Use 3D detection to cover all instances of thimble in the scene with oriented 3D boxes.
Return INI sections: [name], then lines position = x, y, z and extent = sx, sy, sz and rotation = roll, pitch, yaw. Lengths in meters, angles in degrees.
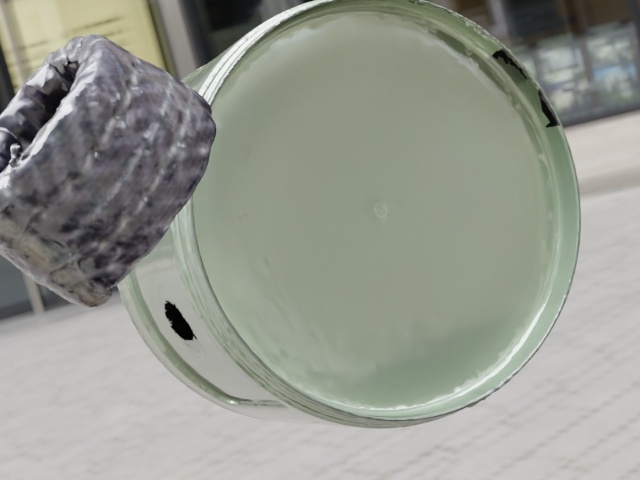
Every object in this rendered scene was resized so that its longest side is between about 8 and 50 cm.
[thimble]
position = -0.090, -0.032, 0.534
extent = 0.095, 0.066, 0.104
rotation = -43, 25, 19

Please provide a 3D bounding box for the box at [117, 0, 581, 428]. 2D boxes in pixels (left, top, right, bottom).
[box]
position = 0.011, -0.012, 0.764
extent = 0.226, 0.226, 0.149
rotation = -18, 1, -23
